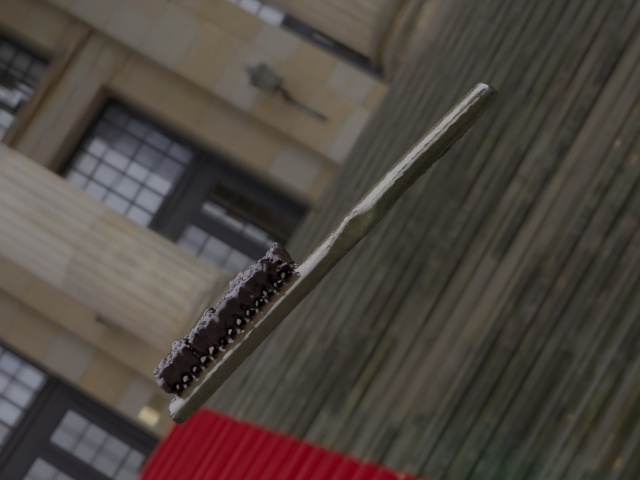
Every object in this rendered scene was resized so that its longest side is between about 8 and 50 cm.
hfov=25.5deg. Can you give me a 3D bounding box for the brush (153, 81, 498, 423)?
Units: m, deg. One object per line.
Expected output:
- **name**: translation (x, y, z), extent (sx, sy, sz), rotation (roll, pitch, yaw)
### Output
- **brush**: translation (0.000, 0.000, 0.765), extent (0.248, 0.036, 0.043), rotation (-45, 9, 7)
